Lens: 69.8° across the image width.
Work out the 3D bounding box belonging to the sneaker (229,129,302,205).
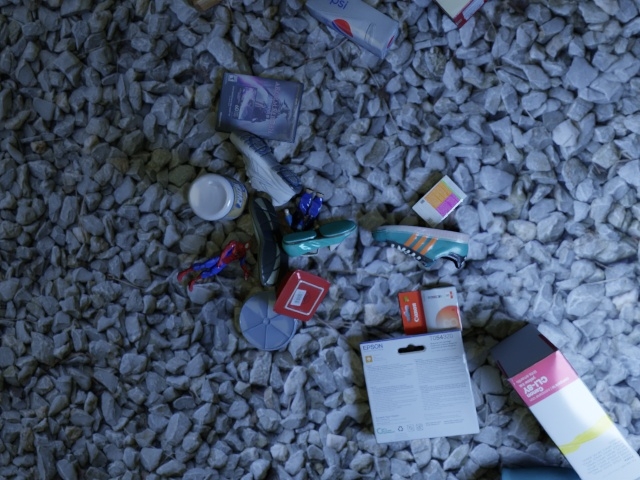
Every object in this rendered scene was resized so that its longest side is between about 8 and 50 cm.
[{"bbox_3d":[-0.198,-0.233,1.485,0.297,0.111,0.129,49,120,4],"label":"sneaker"}]

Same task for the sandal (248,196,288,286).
[{"bbox_3d":[-0.182,0.007,1.496,0.086,0.120,0.302,-26,68,39],"label":"sandal"}]

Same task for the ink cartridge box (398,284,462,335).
[{"bbox_3d":[0.348,0.225,1.454,0.179,0.045,0.145,-10,91,7],"label":"ink cartridge box"}]

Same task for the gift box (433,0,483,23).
[{"bbox_3d":[0.378,-0.780,1.302,0.255,0.276,0.258,-42,90,22],"label":"gift box"}]

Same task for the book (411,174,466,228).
[{"bbox_3d":[0.372,-0.121,1.439,0.144,0.035,0.096,-45,89,9],"label":"book"}]

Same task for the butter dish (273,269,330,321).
[{"bbox_3d":[-0.077,0.161,1.489,0.160,0.118,0.160,24,100,-37],"label":"butter dish"}]

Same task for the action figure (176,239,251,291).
[{"bbox_3d":[-0.335,0.096,1.512,0.280,0.139,0.091,-32,128,8],"label":"action figure"}]

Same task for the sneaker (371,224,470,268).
[{"bbox_3d":[0.303,0.020,1.418,0.302,0.108,0.121,7,90,7],"label":"sneaker"}]

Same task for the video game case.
[{"bbox_3d":[-0.204,-0.441,1.520,0.274,0.026,0.196,11,95,9],"label":"video game case"}]

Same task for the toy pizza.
[{"bbox_3d":[-0.176,0.269,1.546,0.201,0.032,0.201,0,92,9],"label":"toy pizza"}]

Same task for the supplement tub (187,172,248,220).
[{"bbox_3d":[-0.318,-0.136,1.463,0.144,0.200,0.144,1,94,9],"label":"supplement tub"}]

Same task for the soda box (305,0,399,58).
[{"bbox_3d":[0.099,-0.687,1.424,0.286,0.091,0.098,34,98,6],"label":"soda box"}]

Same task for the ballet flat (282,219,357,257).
[{"bbox_3d":[0.000,0.000,1.480,0.247,0.083,0.087,-14,126,-5],"label":"ballet flat"}]

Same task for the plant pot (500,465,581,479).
[{"bbox_3d":[0.655,0.788,1.336,0.255,0.272,0.271,2,93,24],"label":"plant pot"}]

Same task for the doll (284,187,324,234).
[{"bbox_3d":[-0.058,-0.077,1.502,0.129,0.046,0.189,22,102,-2],"label":"doll"}]

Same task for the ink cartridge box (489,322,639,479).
[{"bbox_3d":[0.676,0.461,1.292,0.160,0.279,0.384,-37,87,10],"label":"ink cartridge box"}]

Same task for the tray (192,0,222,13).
[{"bbox_3d":[-0.404,-0.987,1.501,0.203,0.076,0.411,-27,89,9],"label":"tray"}]

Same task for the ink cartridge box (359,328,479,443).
[{"bbox_3d":[0.310,0.459,1.460,0.324,0.071,0.330,-10,88,10],"label":"ink cartridge box"}]
